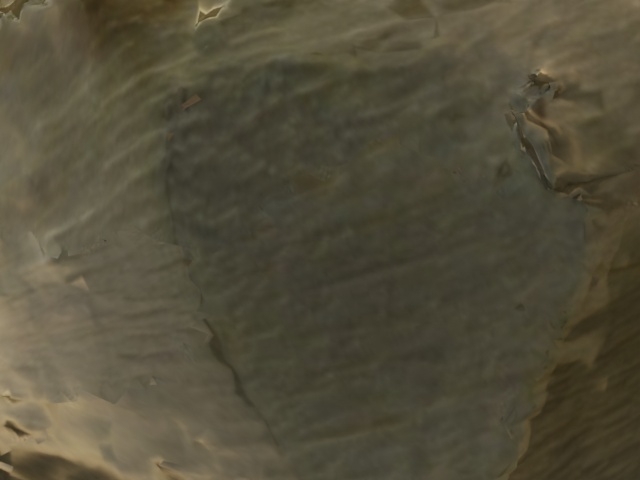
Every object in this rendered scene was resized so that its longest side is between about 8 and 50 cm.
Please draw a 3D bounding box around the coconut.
[{"bbox_3d":[0.000,0.000,0.561,0.360,0.346,0.346,-25,68,-24],"label":"coconut"}]
